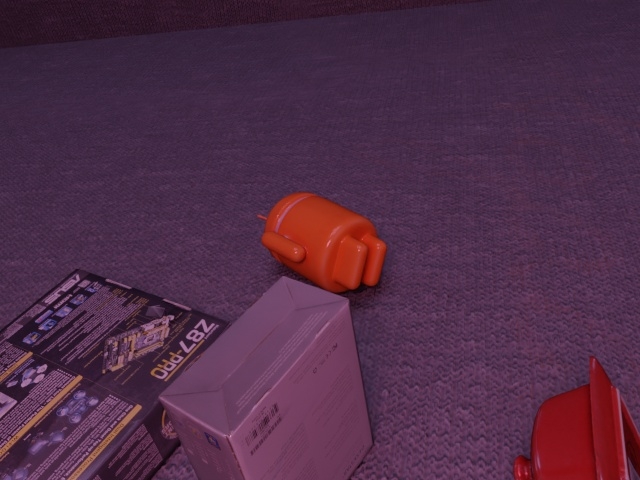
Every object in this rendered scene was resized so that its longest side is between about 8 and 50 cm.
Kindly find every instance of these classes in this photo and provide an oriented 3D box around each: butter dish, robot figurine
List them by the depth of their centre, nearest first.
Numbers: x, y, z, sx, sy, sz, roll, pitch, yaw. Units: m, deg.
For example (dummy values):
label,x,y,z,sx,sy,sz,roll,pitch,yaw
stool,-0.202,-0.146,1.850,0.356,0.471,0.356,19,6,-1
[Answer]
label,x,y,z,sx,sy,sz,roll,pitch,yaw
butter dish,0.247,0.223,0.594,0.118,0.160,0.160,-18,29,30
robot figurine,0.001,0.000,0.953,0.158,0.128,0.219,-43,47,-21

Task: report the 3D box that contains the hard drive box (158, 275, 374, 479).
label,x,y,z,sx,sy,sz,roll,pitch,yaw
hard drive box,-0.038,0.186,0.621,0.089,0.232,0.181,17,43,33

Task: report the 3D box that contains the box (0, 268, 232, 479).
label,x,y,z,sx,sy,sz,roll,pitch,yaw
box,-0.339,0.216,0.775,0.318,0.097,0.395,11,41,30
